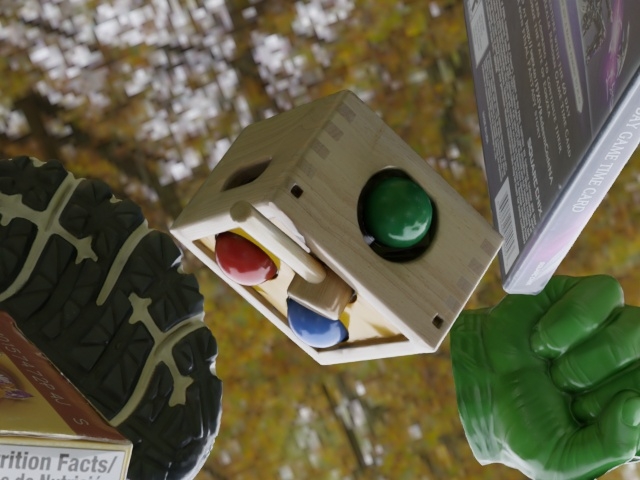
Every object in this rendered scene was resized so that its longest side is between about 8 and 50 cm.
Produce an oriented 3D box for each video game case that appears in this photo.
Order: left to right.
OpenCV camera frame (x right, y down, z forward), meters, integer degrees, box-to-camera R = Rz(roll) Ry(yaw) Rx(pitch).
[{"bbox_3d":[0.127,-0.124,0.880,0.026,0.274,0.196,3,-121,-14],"label":"video game case"}]

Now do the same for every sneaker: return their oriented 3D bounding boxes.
[{"bbox_3d":[-0.156,0.020,0.785,0.283,0.122,0.110,37,-125,18],"label":"sneaker"}]

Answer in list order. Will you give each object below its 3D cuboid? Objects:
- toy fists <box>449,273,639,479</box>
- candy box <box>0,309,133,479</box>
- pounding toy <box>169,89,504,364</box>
[{"bbox_3d":[0.174,0.161,1.194,0.142,0.279,0.096,-10,179,18],"label":"toy fists"},{"bbox_3d":[-0.112,0.121,0.518,0.053,0.187,0.109,8,-168,-30],"label":"candy box"},{"bbox_3d":[0.000,0.000,0.864,0.100,0.130,0.141,-56,-160,-23],"label":"pounding toy"}]
